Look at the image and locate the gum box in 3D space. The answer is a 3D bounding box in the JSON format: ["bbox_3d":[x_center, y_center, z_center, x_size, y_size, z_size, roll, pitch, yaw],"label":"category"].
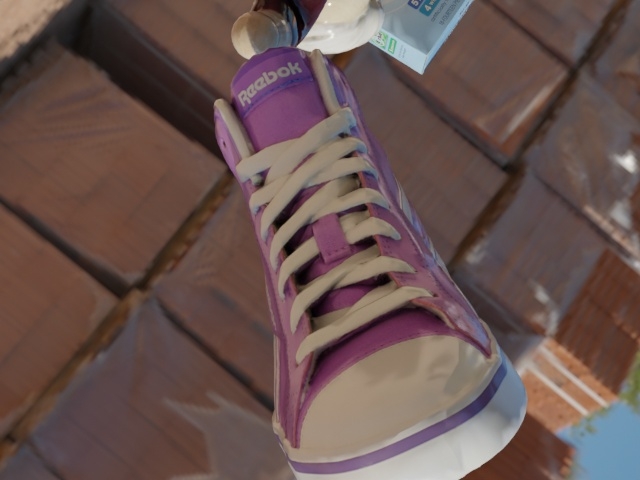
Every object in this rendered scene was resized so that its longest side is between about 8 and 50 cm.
[{"bbox_3d":[0.058,-0.264,1.120,0.157,0.184,0.041,-55,172,-17],"label":"gum box"}]

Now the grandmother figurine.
[{"bbox_3d":[-0.025,-0.202,0.741,0.342,0.104,0.208,44,56,-70],"label":"grandmother figurine"}]

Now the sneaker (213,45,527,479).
[{"bbox_3d":[-0.001,0.000,0.541,0.102,0.161,0.282,-26,-164,2],"label":"sneaker"}]
